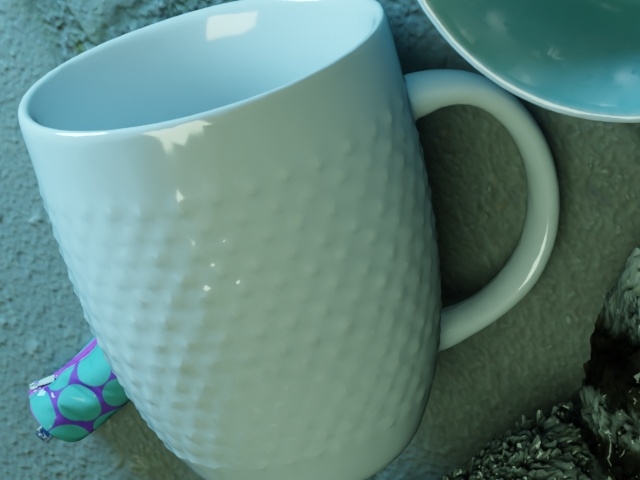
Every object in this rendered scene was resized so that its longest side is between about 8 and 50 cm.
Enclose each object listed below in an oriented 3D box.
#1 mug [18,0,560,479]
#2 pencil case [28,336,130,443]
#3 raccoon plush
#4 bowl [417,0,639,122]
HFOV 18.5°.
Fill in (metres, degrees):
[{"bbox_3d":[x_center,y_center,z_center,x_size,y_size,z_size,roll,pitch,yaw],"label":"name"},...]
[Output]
[{"bbox_3d":[0.000,0.000,1.468,0.374,0.276,0.328,-18,112,-7],"label":"mug"},{"bbox_3d":[-0.185,0.108,1.666,0.070,0.064,0.152,34,120,-24],"label":"pencil case"},{"bbox_3d":[0.127,0.183,1.565,0.299,0.216,0.446,17,86,28],"label":"raccoon plush"},{"bbox_3d":[0.214,-0.251,1.327,0.311,0.163,0.311,7,113,17],"label":"bowl"}]
